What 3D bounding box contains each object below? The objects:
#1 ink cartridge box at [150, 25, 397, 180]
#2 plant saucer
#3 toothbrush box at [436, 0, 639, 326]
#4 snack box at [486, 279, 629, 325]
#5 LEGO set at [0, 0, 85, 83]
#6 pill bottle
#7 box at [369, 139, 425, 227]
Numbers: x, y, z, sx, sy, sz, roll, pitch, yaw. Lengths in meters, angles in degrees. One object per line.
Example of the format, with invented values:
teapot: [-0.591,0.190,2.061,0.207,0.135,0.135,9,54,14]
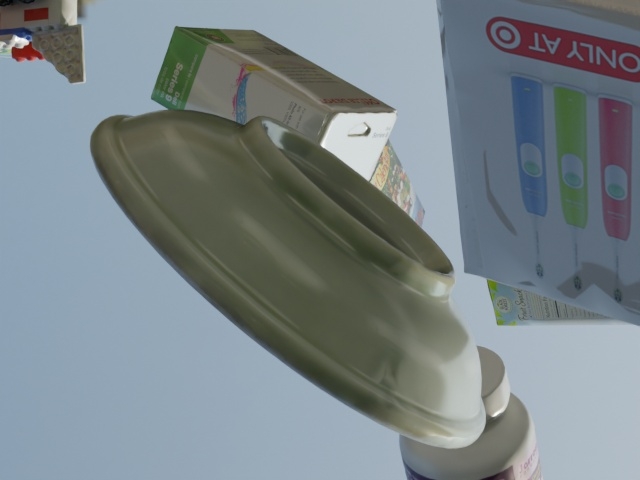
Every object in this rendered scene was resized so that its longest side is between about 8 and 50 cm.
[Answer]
ink cartridge box: [-0.048,-0.144,1.558,0.212,0.093,0.154,30,-161,25]
plant saucer: [0.000,0.000,1.196,0.400,0.100,0.400,37,-169,-8]
toothbrush box: [0.193,-0.091,0.447,0.206,0.122,0.283,18,-129,28]
snack box: [0.257,-0.011,1.263,0.207,0.070,0.174,-3,-134,17]
LEGO set: [-0.223,-0.099,0.736,0.182,0.060,0.244,0,177,-18]
pill bottle: [0.190,0.285,1.814,0.169,0.301,0.169,-10,-150,6]
box: [0.055,0.007,1.668,0.044,0.159,0.233,-4,-131,25]
